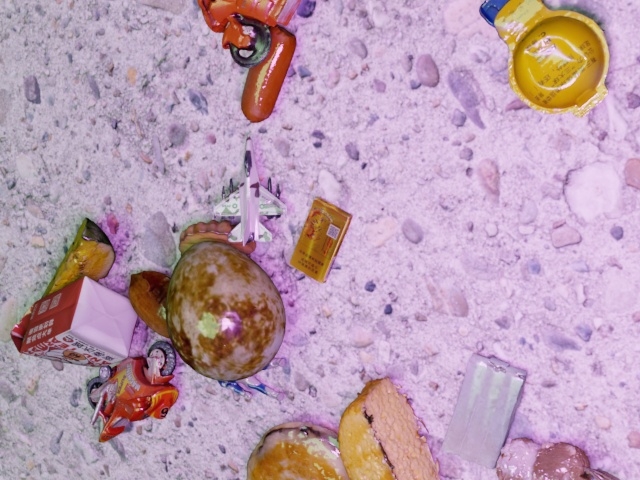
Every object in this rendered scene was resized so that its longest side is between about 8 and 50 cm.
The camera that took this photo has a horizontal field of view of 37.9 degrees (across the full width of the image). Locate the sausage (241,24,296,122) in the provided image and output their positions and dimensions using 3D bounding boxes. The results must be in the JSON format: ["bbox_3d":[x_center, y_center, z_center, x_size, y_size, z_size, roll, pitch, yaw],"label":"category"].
[{"bbox_3d":[-0.105,-0.325,1.837,0.076,0.076,0.198,30,113,21],"label":"sausage"}]

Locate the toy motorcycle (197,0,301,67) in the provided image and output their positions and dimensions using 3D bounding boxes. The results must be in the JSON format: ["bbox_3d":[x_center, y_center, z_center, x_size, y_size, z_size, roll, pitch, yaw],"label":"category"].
[{"bbox_3d":[-0.121,-0.506,1.765,0.221,0.147,0.326,38,105,22],"label":"toy motorcycle"}]

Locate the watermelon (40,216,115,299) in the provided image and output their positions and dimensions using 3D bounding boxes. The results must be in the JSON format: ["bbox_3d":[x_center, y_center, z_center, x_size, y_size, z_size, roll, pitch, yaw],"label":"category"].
[{"bbox_3d":[-0.548,0.043,2.115,0.123,0.129,0.301,49,132,6],"label":"watermelon"}]

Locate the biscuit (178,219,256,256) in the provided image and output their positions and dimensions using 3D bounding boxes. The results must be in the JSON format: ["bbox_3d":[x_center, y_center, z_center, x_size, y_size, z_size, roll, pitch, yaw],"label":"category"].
[{"bbox_3d":[-0.225,-0.002,1.968,0.183,0.061,0.118,-11,136,30],"label":"biscuit"}]

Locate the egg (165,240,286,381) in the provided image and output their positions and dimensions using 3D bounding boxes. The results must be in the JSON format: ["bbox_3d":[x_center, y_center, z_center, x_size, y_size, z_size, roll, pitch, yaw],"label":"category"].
[{"bbox_3d":[-0.198,0.141,1.882,0.238,0.238,0.290,-31,83,30],"label":"egg"}]

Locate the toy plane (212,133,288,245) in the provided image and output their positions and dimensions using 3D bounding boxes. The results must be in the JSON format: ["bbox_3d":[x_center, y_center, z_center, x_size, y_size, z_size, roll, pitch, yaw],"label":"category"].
[{"bbox_3d":[-0.142,-0.094,1.899,0.159,0.082,0.234,-1,76,10],"label":"toy plane"}]

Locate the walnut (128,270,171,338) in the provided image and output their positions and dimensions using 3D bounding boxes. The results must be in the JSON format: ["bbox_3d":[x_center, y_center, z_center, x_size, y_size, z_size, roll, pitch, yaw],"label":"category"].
[{"bbox_3d":[-0.349,0.136,2.046,0.207,0.115,0.116,38,115,26],"label":"walnut"}]

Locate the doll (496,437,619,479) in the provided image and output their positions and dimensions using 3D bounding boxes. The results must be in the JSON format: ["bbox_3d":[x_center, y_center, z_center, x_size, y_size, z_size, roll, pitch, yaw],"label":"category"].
[{"bbox_3d":[0.422,0.409,1.666,0.221,0.105,0.115,-6,133,29],"label":"doll"}]

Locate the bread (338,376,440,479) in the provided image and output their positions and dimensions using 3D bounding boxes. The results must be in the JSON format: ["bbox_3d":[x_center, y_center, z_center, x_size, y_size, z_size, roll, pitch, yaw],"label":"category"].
[{"bbox_3d":[0.119,0.408,1.808,0.147,0.160,0.261,-24,94,36],"label":"bread"}]

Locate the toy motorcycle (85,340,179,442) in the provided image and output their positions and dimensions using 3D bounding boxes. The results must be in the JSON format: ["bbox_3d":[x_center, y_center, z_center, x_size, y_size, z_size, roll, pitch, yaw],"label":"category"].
[{"bbox_3d":[-0.426,0.347,2.132,0.298,0.089,0.171,-31,77,29],"label":"toy motorcycle"}]

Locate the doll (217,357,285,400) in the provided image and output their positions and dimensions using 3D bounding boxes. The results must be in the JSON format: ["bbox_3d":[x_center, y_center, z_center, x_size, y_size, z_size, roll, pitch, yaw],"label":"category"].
[{"bbox_3d":[-0.183,0.284,2.008,0.227,0.057,0.114,9,108,25],"label":"doll"}]

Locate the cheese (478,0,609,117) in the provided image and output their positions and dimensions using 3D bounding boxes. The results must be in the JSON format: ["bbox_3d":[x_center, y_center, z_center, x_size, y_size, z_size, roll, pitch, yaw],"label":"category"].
[{"bbox_3d":[0.376,-0.326,1.573,0.177,0.069,0.270,-45,74,27],"label":"cheese"}]

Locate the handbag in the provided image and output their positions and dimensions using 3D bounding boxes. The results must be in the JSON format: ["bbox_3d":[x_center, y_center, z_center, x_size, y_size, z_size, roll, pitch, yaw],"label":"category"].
[{"bbox_3d":[-0.565,0.214,2.125,0.298,0.171,0.151,-25,45,38],"label":"handbag"}]

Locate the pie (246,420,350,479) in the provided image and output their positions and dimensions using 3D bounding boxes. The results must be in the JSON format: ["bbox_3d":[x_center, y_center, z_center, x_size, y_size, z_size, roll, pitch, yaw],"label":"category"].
[{"bbox_3d":[-0.013,0.533,1.951,0.339,0.077,0.339,8,108,25],"label":"pie"}]

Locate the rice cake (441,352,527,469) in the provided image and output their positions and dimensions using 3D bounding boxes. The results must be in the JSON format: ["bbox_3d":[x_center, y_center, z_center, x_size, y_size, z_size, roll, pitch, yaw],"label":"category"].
[{"bbox_3d":[0.308,0.319,1.752,0.124,0.038,0.211,17,107,26],"label":"rice cake"}]

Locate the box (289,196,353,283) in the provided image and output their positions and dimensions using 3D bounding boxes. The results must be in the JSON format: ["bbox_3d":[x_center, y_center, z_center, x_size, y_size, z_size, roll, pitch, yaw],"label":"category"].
[{"bbox_3d":[0.000,0.000,1.870,0.089,0.022,0.156,28,111,20],"label":"box"}]
